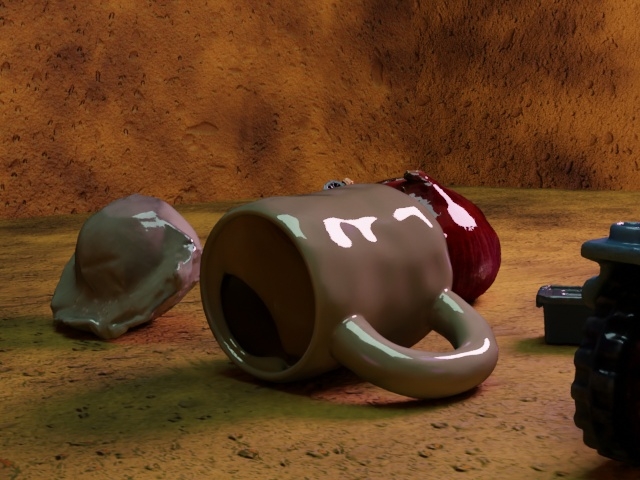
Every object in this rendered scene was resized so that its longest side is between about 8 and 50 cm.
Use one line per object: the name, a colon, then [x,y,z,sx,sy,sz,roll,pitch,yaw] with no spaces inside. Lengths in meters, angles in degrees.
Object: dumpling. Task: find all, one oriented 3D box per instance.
dumpling: [-0.235,0.037,1.126,0.193,0.147,0.258,-43,31,-10]

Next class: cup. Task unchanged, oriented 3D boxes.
cup: [0.041,0.038,0.880,0.255,0.173,0.202,4,10,45]

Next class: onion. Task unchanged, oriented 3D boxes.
onion: [0.133,-0.003,1.266,0.248,0.161,0.248,31,19,-12]

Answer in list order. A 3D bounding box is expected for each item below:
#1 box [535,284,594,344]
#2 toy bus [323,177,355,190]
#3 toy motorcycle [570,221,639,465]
box: [0.278,0.079,0.999,0.099,0.054,0.074,1,5,17]
toy bus: [0.000,0.000,1.382,0.088,0.083,0.194,34,60,20]
toy motorcycle: [0.318,0.021,0.728,0.416,0.232,0.172,-8,12,-40]
